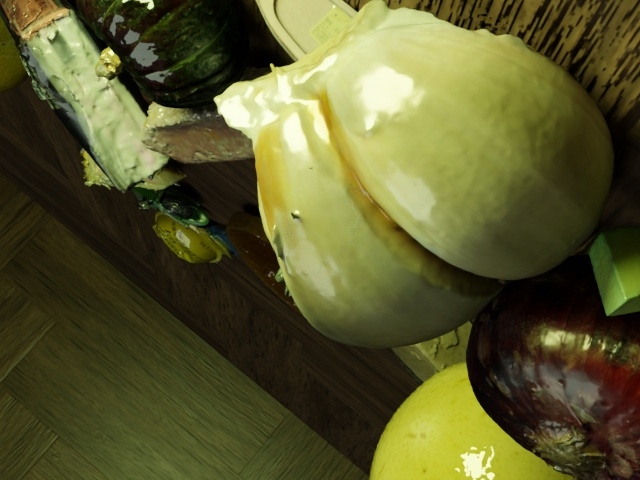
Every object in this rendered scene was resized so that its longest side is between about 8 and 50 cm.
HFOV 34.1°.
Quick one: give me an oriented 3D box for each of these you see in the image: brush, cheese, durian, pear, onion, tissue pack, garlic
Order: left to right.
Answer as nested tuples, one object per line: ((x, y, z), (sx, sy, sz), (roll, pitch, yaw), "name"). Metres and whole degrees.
((-0.307, -0.225, 1.345), (0.245, 0.123, 0.332), (58, 175, -31), "tissue pack")
((-0.293, -0.132, 1.708), (0.224, 0.140, 0.078), (22, -172, 28), "durian")
((-0.227, -0.002, 1.977), (0.250, 0.064, 0.156), (10, 148, 44), "cheese")
((-0.041, -0.222, 0.948), (0.313, 0.072, 0.067), (42, 178, -3), "brush")
((0.088, -0.037, 0.859), (0.313, 0.286, 0.249), (46, -170, -34), "garlic")
((0.224, 0.313, 1.276), (0.348, 0.348, 0.348), (37, 164, 13), "pear")
((0.255, 0.120, 0.954), (0.246, 0.190, 0.246), (23, 144, 18), "onion")

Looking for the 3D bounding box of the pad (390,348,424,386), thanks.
((0.218, 0.273, 1.792), (0.158, 0.003, 0.235), (23, 156, 48), "pad")

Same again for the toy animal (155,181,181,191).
((-0.303, -0.133, 1.798), (0.086, 0.069, 0.220), (26, -176, -45), "toy animal")

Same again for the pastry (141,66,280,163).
((-0.093, -0.138, 1.157), (0.265, 0.112, 0.103), (11, 161, 43), "pastry")

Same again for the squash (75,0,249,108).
((-0.159, -0.223, 1.056), (0.193, 0.156, 0.193), (53, 157, 34), "squash")

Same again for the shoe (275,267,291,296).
((-0.002, 0.000, 1.273), (0.109, 0.149, 0.293), (29, 156, 47), "shoe")

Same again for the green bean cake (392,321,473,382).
((0.148, 0.128, 1.413), (0.179, 0.085, 0.109), (49, 161, -25), "green bean cake")

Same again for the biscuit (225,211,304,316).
((-0.033, 0.055, 1.699), (0.257, 0.049, 0.273), (14, 151, 52), "biscuit")

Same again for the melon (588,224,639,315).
((0.303, 0.053, 0.799), (0.210, 0.118, 0.064), (23, 146, 16), "melon")

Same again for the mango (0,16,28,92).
((-0.524, -0.337, 1.584), (0.177, 0.175, 0.329), (-4, 165, -7), "mango")

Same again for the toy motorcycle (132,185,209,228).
((-0.295, -0.081, 1.899), (0.190, 0.074, 0.106), (29, 179, 28), "toy motorcycle")
